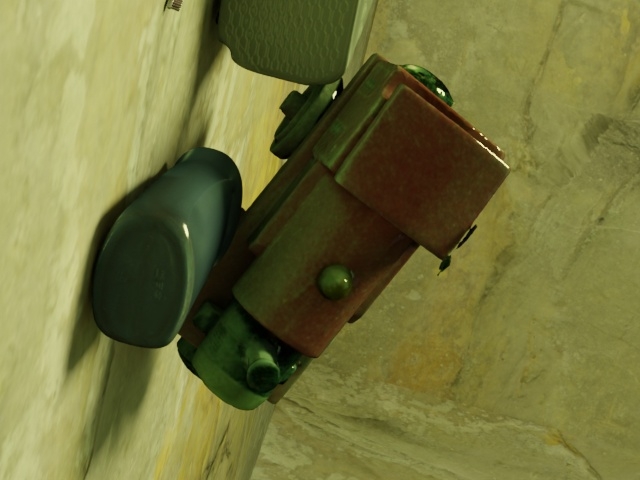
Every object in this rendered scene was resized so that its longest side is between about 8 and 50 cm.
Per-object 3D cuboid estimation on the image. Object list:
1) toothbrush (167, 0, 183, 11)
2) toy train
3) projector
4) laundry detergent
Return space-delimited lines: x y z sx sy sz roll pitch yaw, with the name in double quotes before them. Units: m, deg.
"toothbrush" -0.076 -0.180 0.705 0.006 0.008 0.097 132 -25 -65
"toy train" 0.000 0.000 0.866 0.304 0.150 0.221 -52 -165 6
"projector" 0.004 -0.271 0.849 0.198 0.108 0.250 -71 174 -52
"laundry detergent" -0.093 -0.008 0.768 0.206 0.061 0.097 -70 169 -69
